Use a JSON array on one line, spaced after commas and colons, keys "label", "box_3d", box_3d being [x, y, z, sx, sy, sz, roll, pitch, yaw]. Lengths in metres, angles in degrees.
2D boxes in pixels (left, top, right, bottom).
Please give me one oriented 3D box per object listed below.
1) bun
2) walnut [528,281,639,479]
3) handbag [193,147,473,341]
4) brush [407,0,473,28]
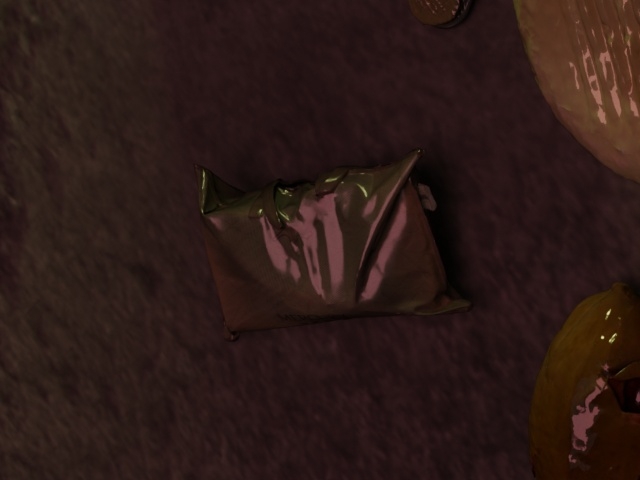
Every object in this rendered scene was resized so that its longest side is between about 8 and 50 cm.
[{"label": "bun", "box_3d": [0.314, -0.215, 1.417, 0.361, 0.213, 0.361, 22, 125, 35]}, {"label": "walnut", "box_3d": [0.246, 0.157, 1.585, 0.137, 0.137, 0.245, 14, 104, 28]}, {"label": "handbag", "box_3d": [0.000, 0.000, 1.700, 0.270, 0.117, 0.182, -7, 110, 31]}, {"label": "brush", "box_3d": [0.186, -0.255, 1.589, 0.266, 0.027, 0.062, -25, 89, 32]}]
